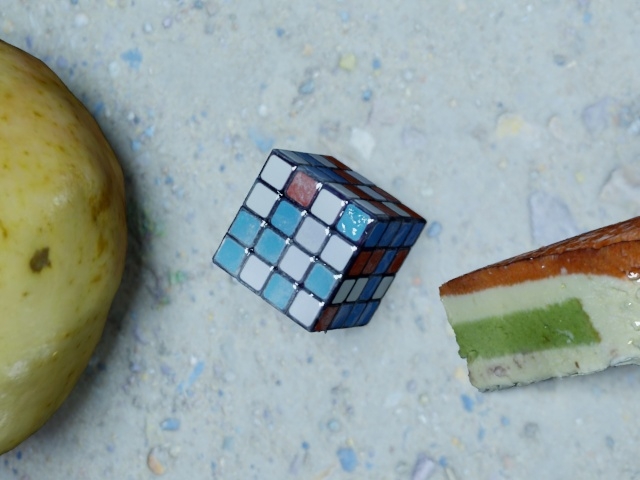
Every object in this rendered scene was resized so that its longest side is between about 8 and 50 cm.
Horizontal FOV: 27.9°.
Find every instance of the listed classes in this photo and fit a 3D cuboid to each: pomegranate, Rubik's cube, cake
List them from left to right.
[{"bbox_3d":[-0.301,0.011,0.900,0.343,0.342,0.342,0,90,26],"label":"pomegranate"},{"bbox_3d":[0.000,0.000,0.886,0.092,0.092,0.092,34,105,22],"label":"Rubik's cube"},{"bbox_3d":[0.166,0.040,0.794,0.221,0.117,0.086,-19,88,24],"label":"cake"}]
